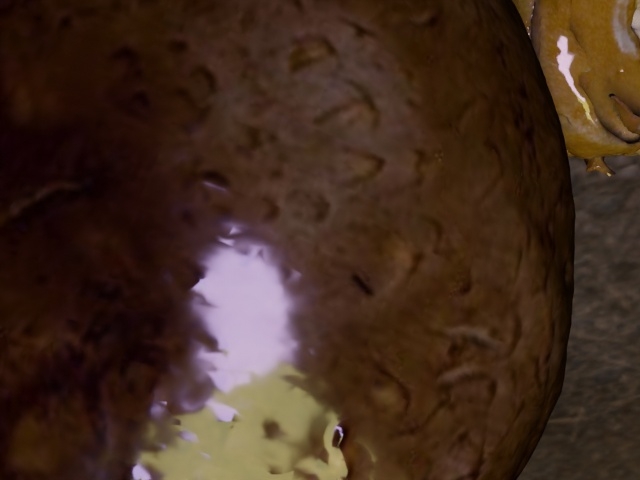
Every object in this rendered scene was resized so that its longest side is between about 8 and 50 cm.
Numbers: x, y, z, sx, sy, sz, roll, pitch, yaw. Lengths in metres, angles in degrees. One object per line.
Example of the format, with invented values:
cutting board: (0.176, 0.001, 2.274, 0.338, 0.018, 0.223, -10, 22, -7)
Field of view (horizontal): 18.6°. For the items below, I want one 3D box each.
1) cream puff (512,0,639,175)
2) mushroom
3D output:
cream puff: (0.101, -0.092, 0.745, 0.119, 0.104, 0.133, -41, 106, -14)
mushroom: (-0.075, 0.007, 0.677, 0.345, 0.239, 0.345, 11, 116, 24)
